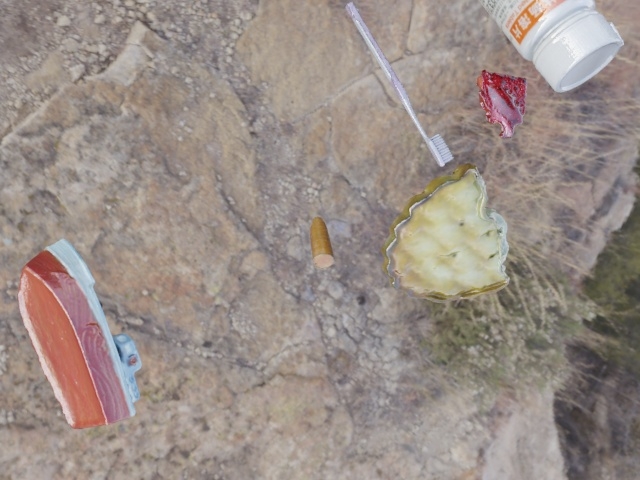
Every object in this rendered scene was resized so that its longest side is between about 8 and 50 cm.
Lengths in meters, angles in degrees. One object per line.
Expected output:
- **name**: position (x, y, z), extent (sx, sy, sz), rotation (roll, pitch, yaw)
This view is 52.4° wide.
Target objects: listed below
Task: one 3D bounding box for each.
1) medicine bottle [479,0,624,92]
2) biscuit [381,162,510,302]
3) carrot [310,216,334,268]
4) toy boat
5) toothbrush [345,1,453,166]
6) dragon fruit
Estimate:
- **medicine bottle**: position (0.379, -0.383, 1.099), extent (0.145, 0.252, 0.144), rotation (-29, 166, -8)
- **biscuit**: position (0.297, -0.012, 1.412), extent (0.330, 0.078, 0.334), rotation (4, 119, -19)
- **carrot**: position (0.000, 0.000, 1.399), extent (0.048, 0.139, 0.048), rotation (-4, 131, -4)
- **toy boat**: position (-0.416, 0.159, 1.150), extent (0.133, 0.145, 0.331), rotation (-30, 103, -58)
- **toothbrush**: position (0.143, -0.291, 1.195), extent (0.029, 0.024, 0.353), rotation (-29, 82, -2)
- **dragon fruit**: position (0.339, -0.265, 1.257), extent (0.063, 0.097, 0.131), rotation (13, 82, -53)
